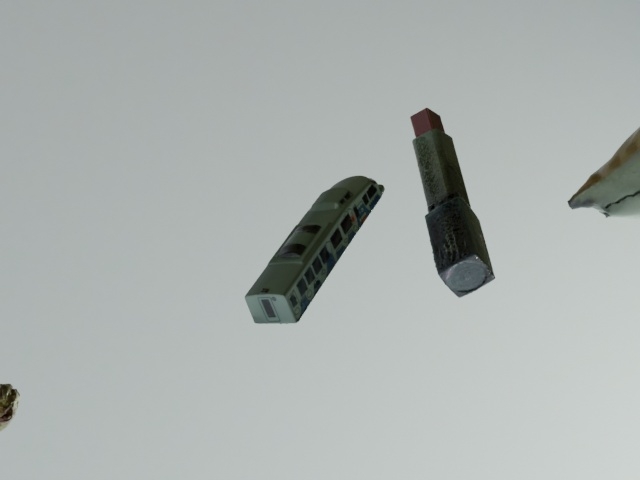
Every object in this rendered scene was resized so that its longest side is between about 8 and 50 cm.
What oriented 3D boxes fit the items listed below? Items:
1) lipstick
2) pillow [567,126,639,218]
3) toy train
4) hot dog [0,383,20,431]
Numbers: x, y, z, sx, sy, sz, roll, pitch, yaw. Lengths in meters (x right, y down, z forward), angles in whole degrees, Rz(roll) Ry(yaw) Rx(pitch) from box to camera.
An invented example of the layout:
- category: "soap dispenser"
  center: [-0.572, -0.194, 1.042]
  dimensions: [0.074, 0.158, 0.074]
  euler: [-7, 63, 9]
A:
- category: "lipstick"
  center: [0.143, -0.062, 1.751]
  dimensions: [0.051, 0.051, 0.312]
  euler: [44, -156, -34]
- category: "pillow"
  center: [0.416, -0.106, 1.321]
  dimensions: [0.310, 0.312, 0.119]
  euler: [6, -131, -44]
- category: "toy train"
  center: [0.000, 0.000, 1.321]
  dimensions: [0.207, 0.043, 0.047]
  euler: [-54, -49, -47]
- category: "hot dog"
  center: [-0.417, 0.213, 1.873]
  dimensions: [0.061, 0.078, 0.169]
  euler: [51, 153, -21]
